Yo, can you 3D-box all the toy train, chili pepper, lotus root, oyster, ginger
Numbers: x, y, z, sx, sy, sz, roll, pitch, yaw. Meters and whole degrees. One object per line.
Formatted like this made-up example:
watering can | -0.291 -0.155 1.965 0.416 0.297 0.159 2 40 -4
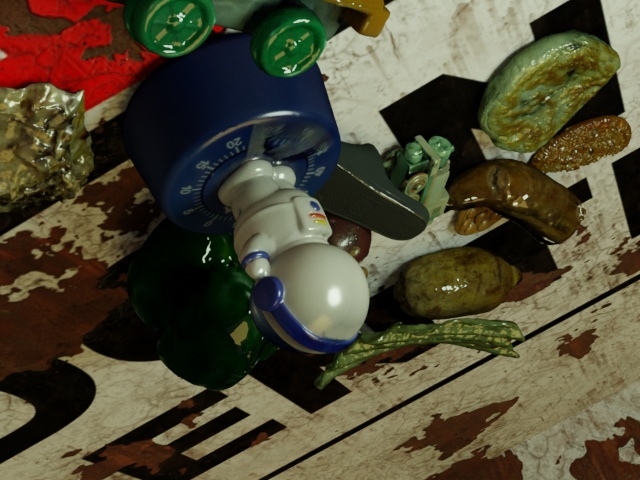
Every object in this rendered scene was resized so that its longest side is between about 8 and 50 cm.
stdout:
toy train | 0.149 -0.089 1.708 0.125 0.081 0.194 -23 150 -27
toy train | -0.076 -0.313 1.063 0.429 0.178 0.249 4 130 -43
chili pepper | -0.141 0.066 1.553 0.233 0.248 0.257 -34 172 -32
lotus root | 0.261 0.080 2.014 0.260 0.128 0.145 -5 163 -20
oyster | -0.371 -0.092 1.293 0.214 0.083 0.223 -13 143 -26
ginger | 0.350 -0.066 1.847 0.133 0.107 0.309 -6 159 45

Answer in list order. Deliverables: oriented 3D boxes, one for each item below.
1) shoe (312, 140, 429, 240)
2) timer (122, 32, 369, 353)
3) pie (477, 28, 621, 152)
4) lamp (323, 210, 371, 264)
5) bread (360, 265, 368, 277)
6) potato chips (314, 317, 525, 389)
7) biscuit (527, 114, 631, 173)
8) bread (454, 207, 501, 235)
shoe | 0.057 -0.091 1.607 0.241 0.093 0.108 29 142 -19
timer | -0.062 -0.030 1.313 0.270 0.384 0.270 -18 150 -11
pie | 0.348 -0.226 1.654 0.240 0.054 0.240 -19 149 -12
lamp | 0.001 0.000 1.686 0.157 0.135 0.156 -44 -172 -17
bread | -0.029 0.099 1.867 0.225 0.081 0.134 -33 149 15
potato chips | 0.177 0.202 2.031 0.389 0.097 0.373 -10 171 4
biscuit | 0.451 -0.164 1.864 0.206 0.025 0.126 -19 150 -12
bread | 0.285 -0.046 1.930 0.110 0.024 0.110 -20 152 -12
